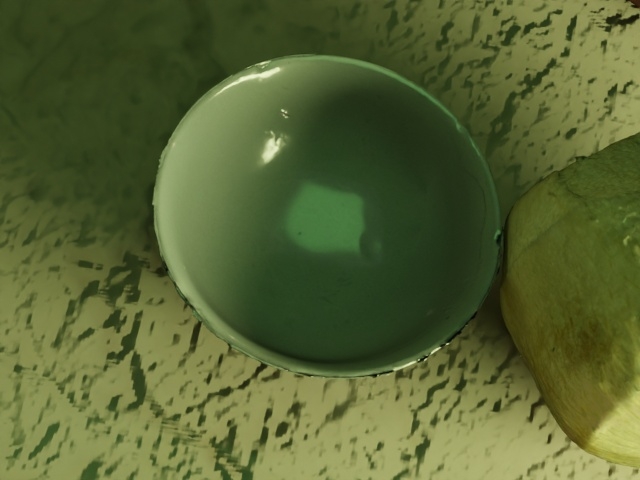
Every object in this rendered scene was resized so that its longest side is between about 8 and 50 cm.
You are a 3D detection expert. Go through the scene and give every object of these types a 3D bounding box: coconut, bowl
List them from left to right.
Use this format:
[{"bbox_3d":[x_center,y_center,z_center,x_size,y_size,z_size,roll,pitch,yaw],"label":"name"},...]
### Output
[{"bbox_3d":[0.000,0.000,0.825,0.189,0.086,0.189,3,67,-7],"label":"bowl"},{"bbox_3d":[0.191,0.039,0.795,0.194,0.194,0.194,4,66,-9],"label":"coconut"}]

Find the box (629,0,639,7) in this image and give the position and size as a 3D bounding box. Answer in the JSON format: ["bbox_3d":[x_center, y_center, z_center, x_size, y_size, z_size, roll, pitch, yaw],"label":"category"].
[{"bbox_3d":[0.323,-0.212,0.963,0.404,0.108,0.263,33,66,4],"label":"box"}]
